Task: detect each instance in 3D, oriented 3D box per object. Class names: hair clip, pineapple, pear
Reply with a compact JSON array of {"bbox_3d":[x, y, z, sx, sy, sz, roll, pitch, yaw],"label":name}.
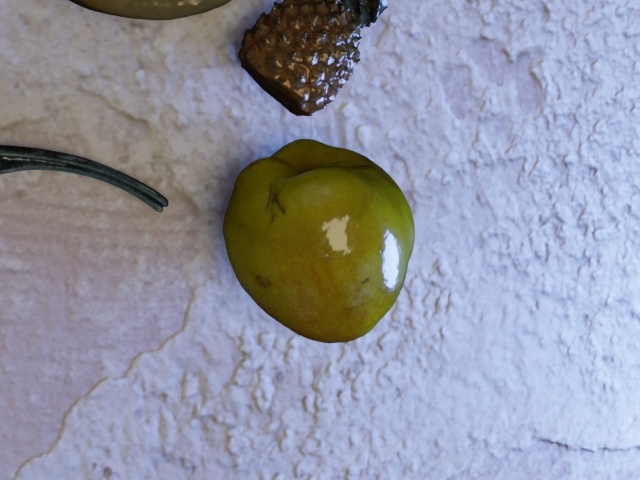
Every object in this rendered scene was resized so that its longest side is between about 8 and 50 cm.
[{"bbox_3d":[-0.249,-0.064,1.478,0.230,0.039,0.070,9,98,-27],"label":"hair clip"},{"bbox_3d":[0.042,-0.249,1.522,0.130,0.119,0.277,39,83,-8],"label":"pineapple"},{"bbox_3d":[0.000,0.000,1.523,0.200,0.200,0.200,-6,105,-23],"label":"pear"}]

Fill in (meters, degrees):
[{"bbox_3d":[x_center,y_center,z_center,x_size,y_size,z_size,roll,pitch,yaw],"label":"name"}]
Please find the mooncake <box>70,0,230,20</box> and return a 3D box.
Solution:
[{"bbox_3d":[-0.151,-0.309,1.422,0.235,0.117,0.234,-4,101,-22],"label":"mooncake"}]
